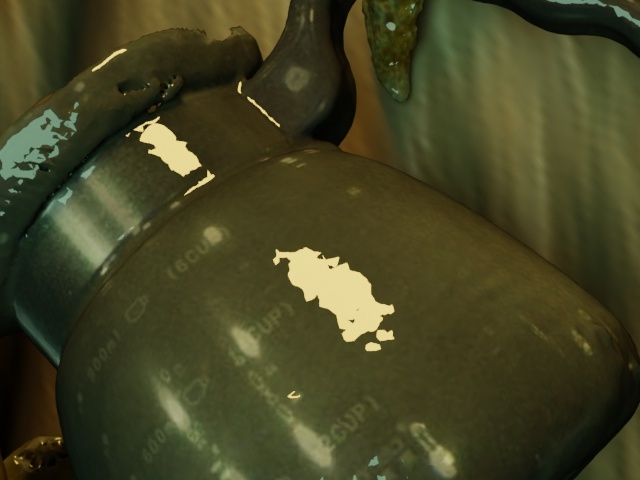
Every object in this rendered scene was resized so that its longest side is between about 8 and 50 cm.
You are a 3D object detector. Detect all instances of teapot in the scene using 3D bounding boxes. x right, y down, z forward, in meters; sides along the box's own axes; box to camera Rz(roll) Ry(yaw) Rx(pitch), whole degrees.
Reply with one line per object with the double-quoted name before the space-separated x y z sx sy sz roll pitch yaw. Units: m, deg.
"teapot" -0.015 0.008 0.531 0.285 0.223 0.305 45 123 17

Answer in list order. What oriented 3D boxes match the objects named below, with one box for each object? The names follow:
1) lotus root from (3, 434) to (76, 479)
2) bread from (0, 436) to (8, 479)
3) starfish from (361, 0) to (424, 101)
"lotus root" -0.140 0.192 0.667 0.090 0.077 0.183 14 100 62
"bread" -0.240 0.129 0.589 0.192 0.370 0.314 1 124 -16
"starfish" 0.099 -0.244 0.543 0.347 0.078 0.358 -39 83 16
